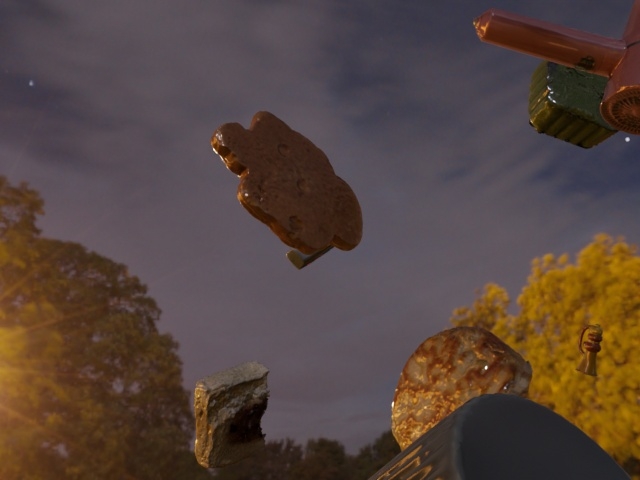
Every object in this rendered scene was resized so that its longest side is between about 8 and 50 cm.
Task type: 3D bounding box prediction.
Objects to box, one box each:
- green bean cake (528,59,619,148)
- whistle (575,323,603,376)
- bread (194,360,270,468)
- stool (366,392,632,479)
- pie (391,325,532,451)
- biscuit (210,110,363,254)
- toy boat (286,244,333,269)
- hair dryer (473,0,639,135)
[{"bbox_3d":[0.612,-0.338,1.507,0.214,0.201,0.113,18,-29,-10],"label":"green bean cake"},{"bbox_3d":[0.578,0.231,1.337,0.046,0.109,0.057,12,-2,15],"label":"whistle"},{"bbox_3d":[-0.076,0.150,0.535,0.035,0.083,0.070,19,17,42],"label":"bread"},{"bbox_3d":[0.133,0.343,0.592,0.297,0.297,0.330,12,-53,-33],"label":"stool"},{"bbox_3d":[0.173,0.209,0.786,0.084,0.205,0.178,27,-3,-30],"label":"pie"},{"bbox_3d":[-0.058,-0.102,1.199,0.375,0.270,0.051,33,-48,-32],"label":"biscuit"},{"bbox_3d":[0.000,0.000,1.723,0.260,0.078,0.085,-38,-6,-44],"label":"toy boat"},{"bbox_3d":[0.416,-0.320,0.981,0.352,0.211,0.125,20,-16,10],"label":"hair dryer"}]
